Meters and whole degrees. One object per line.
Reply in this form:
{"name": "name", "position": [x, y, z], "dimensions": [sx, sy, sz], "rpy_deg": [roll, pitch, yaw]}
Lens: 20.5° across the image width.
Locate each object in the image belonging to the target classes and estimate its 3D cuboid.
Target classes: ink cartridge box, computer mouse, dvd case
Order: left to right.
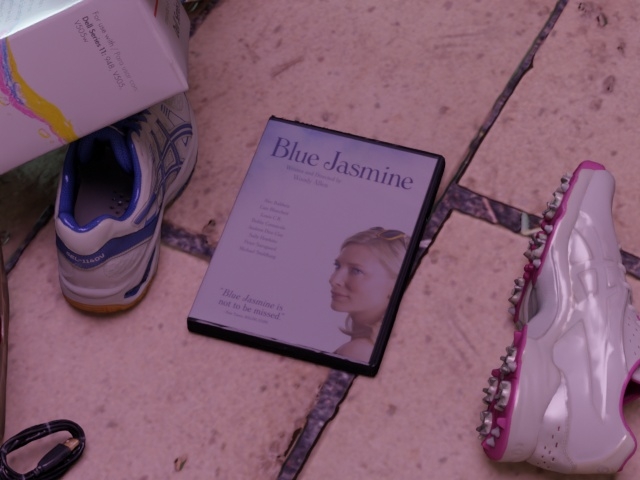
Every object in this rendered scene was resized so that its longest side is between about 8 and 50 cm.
{"name": "computer mouse", "position": [-0.279, 0.233, 1.467], "dimensions": [0.071, 0.041, 0.242], "rpy_deg": [48, 59, -10]}
{"name": "ink cartridge box", "position": [-0.235, -0.175, 1.617], "dimensions": [0.353, 0.119, 0.207], "rpy_deg": [-24, 24, 8]}
{"name": "dvd case", "position": [0.000, 0.000, 1.658], "dimensions": [0.180, 0.022, 0.253], "rpy_deg": [13, 55, 10]}

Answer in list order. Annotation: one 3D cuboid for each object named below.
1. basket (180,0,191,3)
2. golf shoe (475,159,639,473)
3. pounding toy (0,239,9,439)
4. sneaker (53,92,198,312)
{"name": "basket", "position": [-0.217, -0.356, 1.752], "dimensions": [0.254, 0.289, 0.201], "rpy_deg": [-16, 56, -12]}
{"name": "golf shoe", "position": [0.234, 0.072, 1.563], "dimensions": [0.140, 0.115, 0.306], "rpy_deg": [18, 62, 0]}
{"name": "pounding toy", "position": [-0.351, 0.099, 1.511], "dimensions": [0.155, 0.154, 0.269], "rpy_deg": [-3, 54, -2]}
{"name": "sneaker", "position": [-0.180, -0.081, 1.654], "dimensions": [0.112, 0.131, 0.296], "rpy_deg": [2, 53, 4]}
